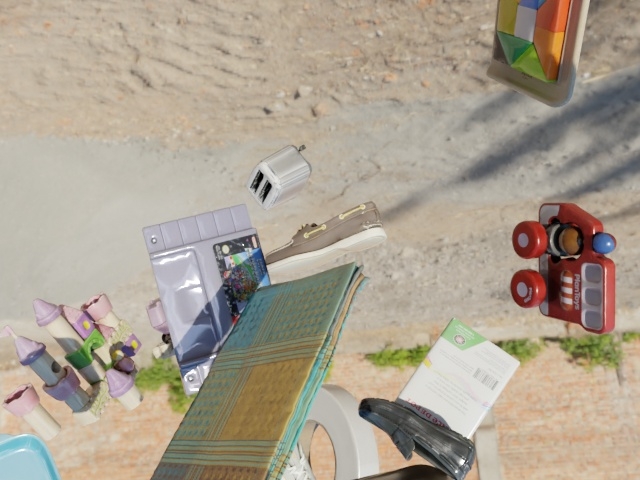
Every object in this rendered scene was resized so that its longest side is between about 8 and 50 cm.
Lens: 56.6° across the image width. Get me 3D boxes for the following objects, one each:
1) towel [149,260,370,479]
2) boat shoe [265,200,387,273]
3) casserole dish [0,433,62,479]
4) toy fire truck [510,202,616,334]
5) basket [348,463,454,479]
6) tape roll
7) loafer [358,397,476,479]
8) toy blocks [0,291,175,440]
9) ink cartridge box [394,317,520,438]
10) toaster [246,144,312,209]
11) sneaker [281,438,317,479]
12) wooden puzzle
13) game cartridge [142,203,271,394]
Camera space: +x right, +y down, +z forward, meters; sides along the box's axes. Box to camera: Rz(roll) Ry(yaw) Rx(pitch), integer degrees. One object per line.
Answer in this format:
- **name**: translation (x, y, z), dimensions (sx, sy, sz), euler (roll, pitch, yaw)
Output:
- **towel**: translation (-0.089, 0.203, 0.841), dimensions (0.271, 0.370, 0.040), euler (-18, 127, 46)
- **boat shoe**: translation (0.000, 0.000, 1.442), dimensions (0.325, 0.096, 0.117), euler (-20, 163, 23)
- **casserole dish**: translation (-0.380, 0.335, 0.743), dimensions (0.114, 0.188, 0.037), euler (-21, 160, -31)
- **toy fire truck**: translation (0.615, 0.059, 1.453), dimensions (0.170, 0.302, 0.254), euler (-2, -175, -23)
- **basket**: translation (0.074, 0.352, 0.703), dimensions (0.227, 0.154, 0.204), euler (7, 128, -50)
- **tape roll**: translation (0.001, 0.577, 1.574), dimensions (0.072, 0.391, 0.392), euler (8, 159, -36)
- **loafer**: translation (0.162, 0.350, 1.056), dimensions (0.223, 0.078, 0.076), euler (22, 148, 21)
- **toy blocks**: translation (-0.499, 0.204, 1.252), dimensions (0.309, 0.288, 0.260), euler (-22, 114, 18)
- **ink cartridge box**: translation (0.265, 0.287, 1.177), dimensions (0.154, 0.212, 0.093), euler (34, 170, 17)
- **toaster**: translation (-0.127, -0.191, 1.811), dimensions (0.146, 0.129, 0.227), euler (-33, 171, -34)
- **sneaker**: translation (-0.061, 0.481, 1.241), dimensions (0.099, 0.262, 0.121), euler (-28, 160, -35)
- **wooden puzzle**: translation (0.350, -0.364, 0.982), dimensions (0.044, 0.221, 0.238), euler (-9, 122, -17)
- **game cartridge**: translation (-0.214, 0.116, 1.240), dimensions (0.230, 0.354, 0.068), euler (-15, 179, -11)
